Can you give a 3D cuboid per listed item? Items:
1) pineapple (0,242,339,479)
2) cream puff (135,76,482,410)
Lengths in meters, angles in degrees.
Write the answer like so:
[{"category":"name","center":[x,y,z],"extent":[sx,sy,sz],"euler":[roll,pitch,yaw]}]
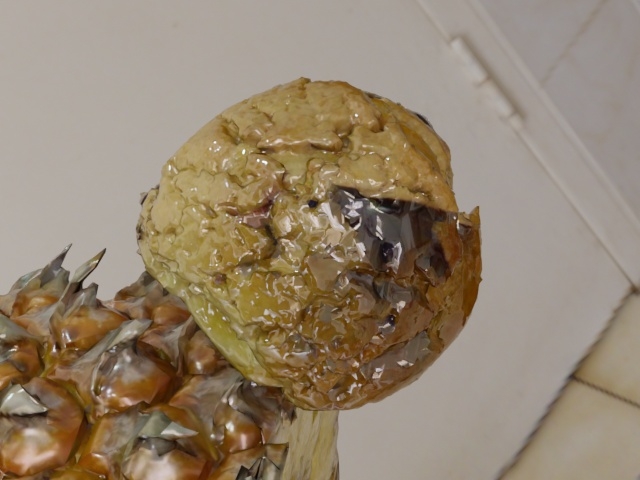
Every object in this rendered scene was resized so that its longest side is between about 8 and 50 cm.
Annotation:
[{"category":"pineapple","center":[-0.145,0.166,0.728],"extent":[0.300,0.352,0.352],"euler":[5,49,2]},{"category":"cream puff","center":[0.000,0.000,0.522],"extent":[0.119,0.133,0.104],"euler":[-62,26,5]}]
